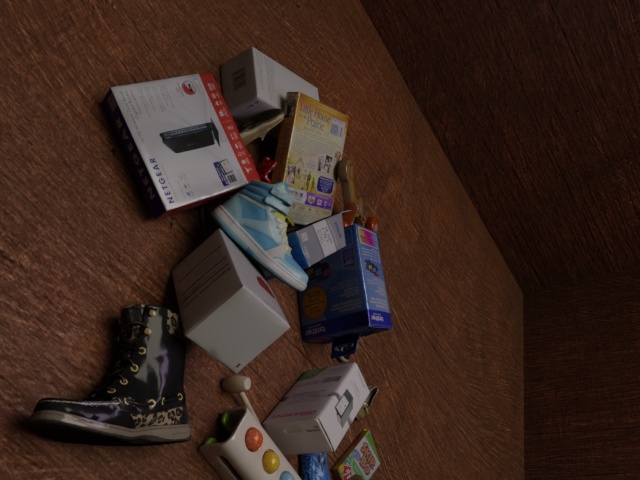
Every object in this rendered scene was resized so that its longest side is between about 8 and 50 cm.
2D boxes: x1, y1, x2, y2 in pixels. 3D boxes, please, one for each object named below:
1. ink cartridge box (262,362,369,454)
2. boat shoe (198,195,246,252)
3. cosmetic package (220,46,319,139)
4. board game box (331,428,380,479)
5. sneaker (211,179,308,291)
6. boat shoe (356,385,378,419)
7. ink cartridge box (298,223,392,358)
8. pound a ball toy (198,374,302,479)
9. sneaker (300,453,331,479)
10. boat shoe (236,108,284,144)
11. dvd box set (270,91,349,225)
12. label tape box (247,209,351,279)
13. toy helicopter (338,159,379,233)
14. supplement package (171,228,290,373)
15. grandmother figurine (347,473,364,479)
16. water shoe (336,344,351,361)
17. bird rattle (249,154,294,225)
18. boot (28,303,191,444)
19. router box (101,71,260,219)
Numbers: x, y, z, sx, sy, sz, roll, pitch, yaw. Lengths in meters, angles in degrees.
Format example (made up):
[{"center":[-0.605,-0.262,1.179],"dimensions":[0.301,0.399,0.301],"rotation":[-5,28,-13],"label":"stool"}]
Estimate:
[{"center":[-0.008,0.482,1.625],"dimensions":[0.273,0.198,0.115],"rotation":[-40,109,-56],"label":"ink cartridge box"},{"center":[-0.259,0.023,1.573],"dimensions":[0.110,0.104,0.307],"rotation":[-9,82,-58],"label":"boat shoe"},{"center":[-0.158,-0.483,1.951],"dimensions":[0.365,0.155,0.197],"rotation":[19,59,-53],"label":"cosmetic package"},{"center":[0.125,0.733,1.855],"dimensions":[0.259,0.039,0.124],"rotation":[-25,97,-61],"label":"board game box"},{"center":[-0.109,-0.032,1.486],"dimensions":[0.319,0.208,0.127],"rotation":[43,-8,2],"label":"sneaker"},{"center":[0.159,0.565,1.978],"dimensions":[0.056,0.048,0.153],"rotation":[63,32,-12],"label":"boat shoe"},{"center":[0.071,0.178,1.839],"dimensions":[0.151,0.270,0.395],"rotation":[15,61,-51],"label":"ink cartridge box"},{"center":[-0.158,0.518,1.437],"dimensions":[0.319,0.135,0.208],"rotation":[60,34,-19],"label":"pound a ball toy"},{"center":[-0.025,0.658,1.630],"dimensions":[0.082,0.069,0.209],"rotation":[-4,77,-54],"label":"sneaker"},{"center":[-0.198,-0.357,1.820],"dimensions":[0.068,0.190,0.072],"rotation":[-115,180,-51],"label":"boat shoe"},{"center":[-0.040,-0.261,1.937],"dimensions":[0.307,0.062,0.420],"rotation":[7,94,-55],"label":"dvd box set"},{"center":[-0.063,0.019,1.737],"dimensions":[0.347,0.249,0.115],"rotation":[-22,92,-58],"label":"label tape box"},{"center":[0.102,-0.121,2.077],"dimensions":[0.235,0.140,0.355],"rotation":[-50,137,-53],"label":"toy helicopter"},{"center":[-0.225,0.139,1.372],"dimensions":[0.177,0.175,0.293],"rotation":[47,4,-34],"label":"supplement package"},{"center":[0.150,0.875,1.730],"dimensions":[0.342,0.208,0.104],"rotation":[68,-10,-21],"label":"grandmother figurine"},{"center":[0.091,0.319,1.974],"dimensions":[0.073,0.080,0.203],"rotation":[25,54,-49],"label":"water shoe"},{"center":[-0.193,-0.133,1.702],"dimensions":[0.143,0.207,0.253],"rotation":[-22,96,-19],"label":"bird rattle"},{"center":[-0.409,0.274,1.179],"dimensions":[0.377,0.138,0.284],"rotation":[31,50,-51],"label":"boot"},{"center":[-0.357,-0.255,1.487],"dimensions":[0.301,0.082,0.335],"rotation":[-25,90,-40],"label":"router box"}]
